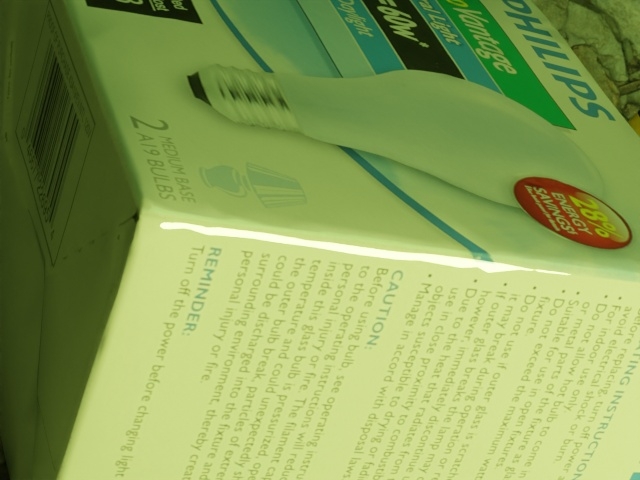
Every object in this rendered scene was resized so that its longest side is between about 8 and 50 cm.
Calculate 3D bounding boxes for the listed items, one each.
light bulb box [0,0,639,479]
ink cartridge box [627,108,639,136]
[{"bbox_3d":[0.000,0.000,0.946,0.361,0.225,0.358,7,32,-25],"label":"light bulb box"},{"bbox_3d":[0.277,0.059,0.992,0.130,0.272,0.309,9,45,-35],"label":"ink cartridge box"}]
